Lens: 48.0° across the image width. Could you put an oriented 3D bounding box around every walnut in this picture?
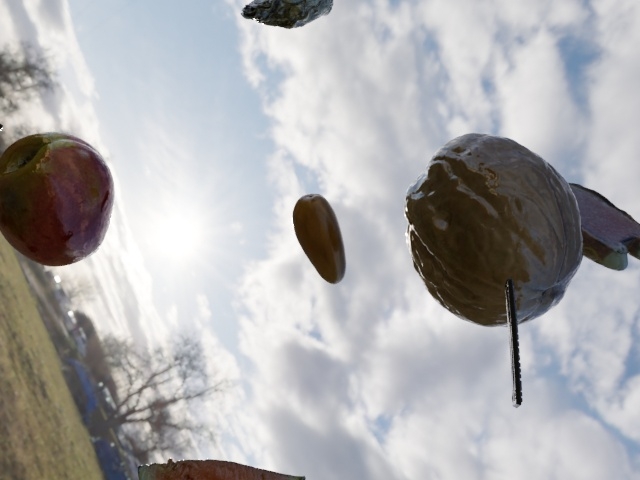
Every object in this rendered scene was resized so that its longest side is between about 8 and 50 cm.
[{"bbox_3d":[0.266,-0.017,1.150,0.313,0.252,0.277,50,-20,43],"label":"walnut"}]

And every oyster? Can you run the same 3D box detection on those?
[{"bbox_3d":[-0.052,-0.404,1.243,0.125,0.177,0.064,-115,-162,-57],"label":"oyster"}]

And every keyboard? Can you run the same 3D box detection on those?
[{"bbox_3d":[0.236,0.125,0.878,0.053,0.010,0.155,61,28,-72],"label":"keyboard"}]

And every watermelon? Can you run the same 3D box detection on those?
[{"bbox_3d":[-0.147,0.359,1.034,0.063,0.245,0.119,-115,-140,-61],"label":"watermelon"}]

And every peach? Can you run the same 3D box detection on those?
[{"bbox_3d":[-0.399,-0.062,1.089,0.190,0.190,0.192,48,-15,37],"label":"peach"}]

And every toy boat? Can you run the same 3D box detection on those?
[{"bbox_3d":[0.496,-0.019,1.337,0.227,0.155,0.085,48,-40,35],"label":"toy boat"}]

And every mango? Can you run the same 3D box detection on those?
[{"bbox_3d":[0.000,0.000,1.370,0.102,0.085,0.184,0,-73,70],"label":"mango"}]

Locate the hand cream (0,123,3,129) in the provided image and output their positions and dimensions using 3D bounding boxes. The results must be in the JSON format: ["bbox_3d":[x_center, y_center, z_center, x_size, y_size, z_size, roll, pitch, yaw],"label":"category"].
[{"bbox_3d":[-0.537,-0.198,1.114,0.122,0.036,0.023,41,-11,20],"label":"hand cream"}]
